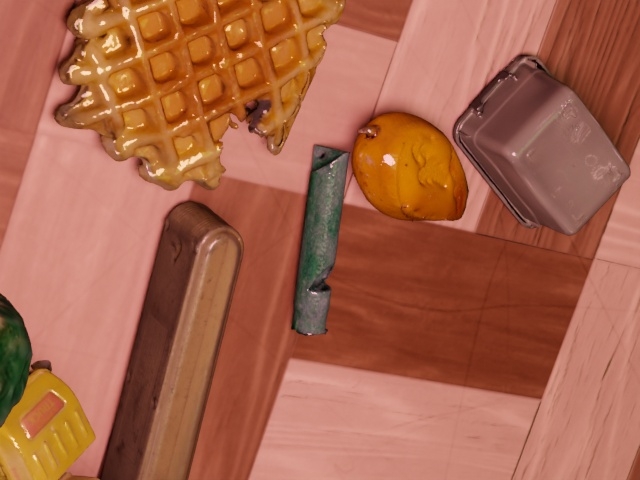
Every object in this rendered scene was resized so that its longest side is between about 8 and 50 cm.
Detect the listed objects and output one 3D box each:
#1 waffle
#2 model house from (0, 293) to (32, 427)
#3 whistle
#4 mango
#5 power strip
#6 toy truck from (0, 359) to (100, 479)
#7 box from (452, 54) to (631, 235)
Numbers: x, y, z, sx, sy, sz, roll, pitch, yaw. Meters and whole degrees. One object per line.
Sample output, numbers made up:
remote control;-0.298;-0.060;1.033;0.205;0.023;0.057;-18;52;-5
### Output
waffle;-0.108;-0.172;1.634;0.250;0.056;0.261;20;100;-34
model house;-0.443;0.135;1.358;0.335;0.382;0.342;24;91;-33
whistle;0.000;0.000;1.774;0.039;0.039;0.186;-2;109;-29
mango;0.089;-0.068;1.781;0.187;0.066;0.101;26;79;-49
power strip;-0.146;0.158;1.719;0.066;0.092;0.387;8;105;-30
toy truck;-0.237;0.241;1.616;0.124;0.157;0.272;-48;122;-49
box;0.230;-0.088;1.839;0.124;0.093;0.172;-47;125;-5
